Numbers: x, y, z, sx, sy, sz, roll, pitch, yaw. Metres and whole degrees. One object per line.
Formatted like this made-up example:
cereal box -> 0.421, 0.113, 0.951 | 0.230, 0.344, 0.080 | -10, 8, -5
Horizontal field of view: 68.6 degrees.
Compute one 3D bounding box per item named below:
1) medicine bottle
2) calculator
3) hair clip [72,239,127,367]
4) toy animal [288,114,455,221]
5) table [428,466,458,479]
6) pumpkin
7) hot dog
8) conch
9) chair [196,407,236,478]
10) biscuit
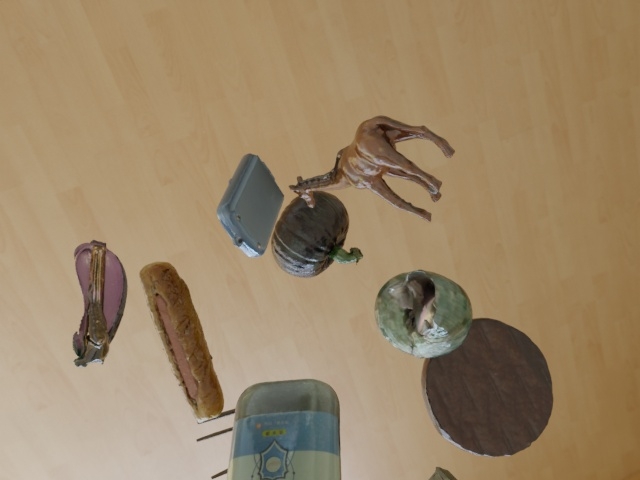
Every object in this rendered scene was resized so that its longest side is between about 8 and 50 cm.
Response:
medicine bottle -> -0.028, 0.205, 0.340 | 0.090, 0.208, 0.053 | -7, 136, 6
calculator -> -0.119, -0.064, 0.826 | 0.039, 0.210, 0.121 | -15, 129, 25
hair clip -> -0.545, 0.141, 1.162 | 0.110, 0.358, 0.095 | -11, 138, -11
toy animal -> 0.056, -0.090, 0.658 | 0.230, 0.224, 0.066 | 25, 58, 17
table -> 0.182, 0.396, 0.689 | 0.083, 0.079, 0.062 | -49, 139, -4
pumpkin -> 0.000, 0.000, 1.267 | 0.248, 0.248, 0.247 | -3, 103, -13
hot dog -> -0.226, 0.169, 0.790 | 0.061, 0.088, 0.285 | -18, 99, 8
conch -> 0.214, 0.149, 1.013 | 0.196, 0.277, 0.220 | -12, 107, 6
chair -> -0.196, 0.559, 1.316 | 0.272, 0.166, 0.188 | -9, 143, -24
biscuit -> 0.500, 0.439, 1.424 | 0.408, 0.091, 0.407 | 2, 76, -8
